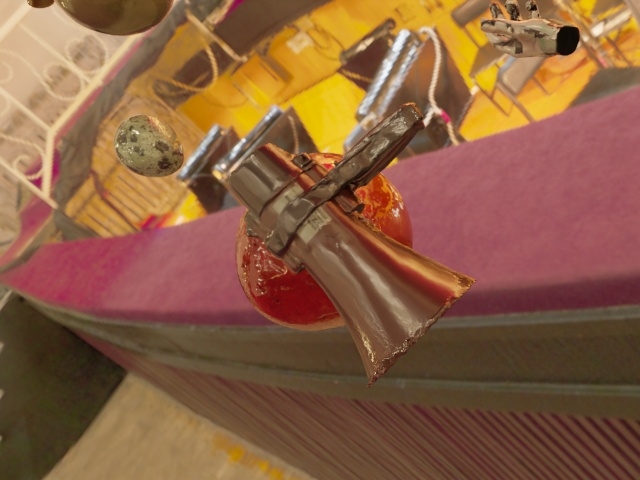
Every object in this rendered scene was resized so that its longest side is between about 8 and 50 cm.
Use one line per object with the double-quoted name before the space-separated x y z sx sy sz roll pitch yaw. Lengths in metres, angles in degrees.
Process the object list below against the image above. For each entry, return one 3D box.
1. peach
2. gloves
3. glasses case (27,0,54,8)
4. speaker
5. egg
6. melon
"peach" 0.000 0.000 1.375 0.370 0.370 0.370 -40 23 20
"gloves" 0.422 -0.432 1.500 0.127 0.111 0.212 -39 36 -22
"glasses case" -0.691 -0.684 1.763 0.079 0.064 0.234 -29 -35 -41
"speaker" 0.053 -0.018 0.916 0.259 0.329 0.198 -44 -8 32
"egg" -0.374 -0.204 1.578 0.132 0.172 0.132 -50 -23 -30
"melon" -0.485 -0.602 1.652 0.272 0.307 0.272 -41 43 53
